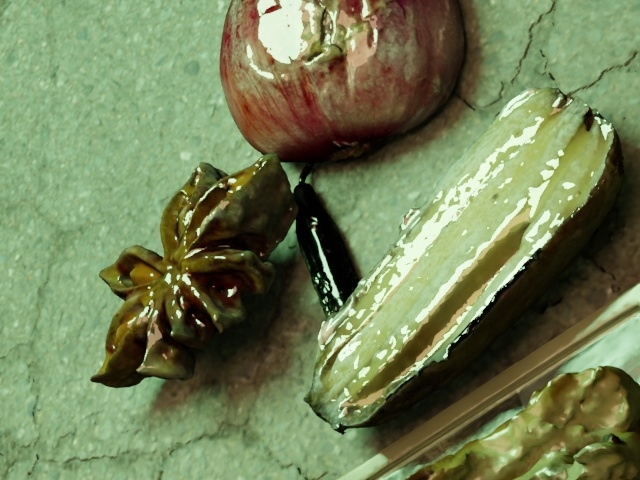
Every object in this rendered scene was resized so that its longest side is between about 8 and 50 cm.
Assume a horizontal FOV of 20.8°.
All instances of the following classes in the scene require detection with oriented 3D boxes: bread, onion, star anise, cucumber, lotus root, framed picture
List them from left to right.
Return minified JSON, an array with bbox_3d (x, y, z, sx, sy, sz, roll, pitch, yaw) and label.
[{"bbox_3d":[-0.109,0.032,1.516,0.220,0.099,0.214,-21,42,46],"label":"star anise"},{"bbox_3d":[-0.001,-0.213,1.529,0.227,0.120,0.283,-19,59,17],"label":"onion"},{"bbox_3d":[0.000,0.000,1.490,0.043,0.039,0.163,-21,57,-3],"label":"cucumber"},{"bbox_3d":[0.120,0.033,1.375,0.329,0.078,0.167,-48,32,9],"label":"lotus root"},{"bbox_3d":[0.103,0.235,1.123,0.314,0.370,0.191,-37,79,17],"label":"bread"},{"bbox_3d":[0.165,0.206,1.300,0.324,0.020,0.240,-34,56,18],"label":"framed picture"}]
